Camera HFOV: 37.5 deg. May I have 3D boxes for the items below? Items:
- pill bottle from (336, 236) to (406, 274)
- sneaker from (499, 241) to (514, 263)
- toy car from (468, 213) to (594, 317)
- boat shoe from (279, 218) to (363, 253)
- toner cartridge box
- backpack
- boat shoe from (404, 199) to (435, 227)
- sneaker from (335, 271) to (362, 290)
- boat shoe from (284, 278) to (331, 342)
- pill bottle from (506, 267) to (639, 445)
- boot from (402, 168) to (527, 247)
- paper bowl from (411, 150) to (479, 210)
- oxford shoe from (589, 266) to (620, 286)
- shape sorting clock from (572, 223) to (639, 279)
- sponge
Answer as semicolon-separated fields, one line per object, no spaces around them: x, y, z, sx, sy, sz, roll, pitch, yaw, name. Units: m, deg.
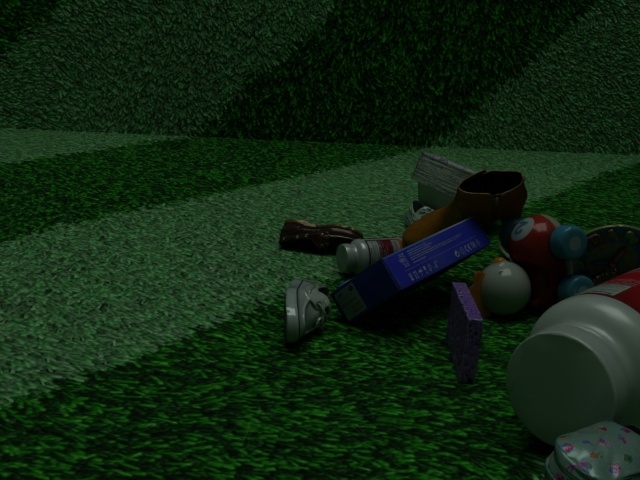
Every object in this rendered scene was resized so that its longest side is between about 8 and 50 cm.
0.117;0.036;2.168;0.152;0.086;0.086;-2;17;-24;pill bottle
0.555;0.017;2.296;0.107;0.118;0.279;-6;19;-36;sneaker
0.403;0.069;1.963;0.238;0.210;0.219;-17;12;-23;toy car
0.000;0.000;2.319;0.207;0.073;0.073;6;53;17;boat shoe
0.191;0.055;1.929;0.348;0.075;0.165;-22;-10;-48;toner cartridge box
0.368;0.307;1.224;0.182;0.115;0.152;-7;22;-28;backpack
0.280;-0.055;2.555;0.083;0.076;0.226;-1;17;-18;boat shoe
0.097;0.101;2.001;0.078;0.067;0.188;-10;4;43;sneaker
-0.022;0.126;1.797;0.084;0.095;0.258;1;17;3;boat shoe
0.471;0.181;1.486;0.229;0.229;0.407;17;21;38;pill bottle
0.306;-0.073;2.064;0.295;0.104;0.211;-17;-24;8;boot
0.392;-0.138;2.669;0.284;0.148;0.284;23;7;-3;paper bowl
0.611;0.099;2.069;0.227;0.096;0.083;4;17;5;oxford shoe
0.645;0.047;2.086;0.206;0.206;0.040;6;38;5;shape sorting clock
0.258;0.162;1.701;0.031;0.117;0.210;6;15;0;sponge
